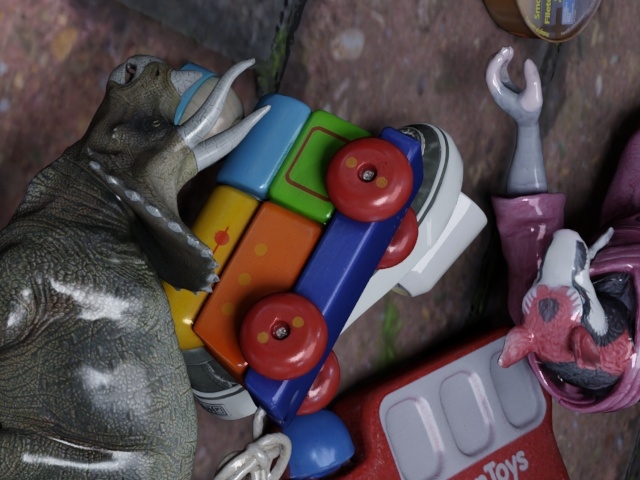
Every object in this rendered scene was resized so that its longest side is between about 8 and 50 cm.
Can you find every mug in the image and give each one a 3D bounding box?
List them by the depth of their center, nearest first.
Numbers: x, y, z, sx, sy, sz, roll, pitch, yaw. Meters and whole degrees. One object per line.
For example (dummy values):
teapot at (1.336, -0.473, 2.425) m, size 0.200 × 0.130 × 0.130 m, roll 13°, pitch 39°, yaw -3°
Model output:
mug at (0.061, 0.002, 1.100) m, size 0.078 × 0.062 × 0.064 m, roll 41°, pitch 76°, yaw -36°

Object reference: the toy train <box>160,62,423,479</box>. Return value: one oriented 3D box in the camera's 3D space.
toy train at (-0.060, 0.038, 0.912) m, size 0.248 × 0.143 × 0.105 m, roll -61°, pitch 167°, yaw -12°

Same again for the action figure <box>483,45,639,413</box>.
action figure at (0.202, 0.027, 1.193) m, size 0.370 × 0.248 × 0.276 m, roll -27°, pitch 146°, yaw -49°

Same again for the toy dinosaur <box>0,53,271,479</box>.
toy dinosaur at (-0.117, 0.072, 0.826) m, size 0.121 × 0.160 × 0.313 m, roll -47°, pitch 141°, yaw -78°

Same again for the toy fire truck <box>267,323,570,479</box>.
toy fire truck at (0.061, 0.203, 1.096) m, size 0.302 × 0.169 × 0.254 m, roll -20°, pitch 90°, yaw -45°

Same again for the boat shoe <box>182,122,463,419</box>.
boat shoe at (0.000, 0.000, 1.014) m, size 0.219 × 0.078 × 0.070 m, roll -49°, pitch 132°, yaw -26°

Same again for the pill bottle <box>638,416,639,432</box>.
pill bottle at (0.259, 0.195, 1.087) m, size 0.119 × 0.119 × 0.208 m, roll 11°, pitch 63°, yaw -49°

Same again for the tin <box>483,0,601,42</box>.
tin at (0.142, -0.220, 1.155) m, size 0.106 × 0.040 × 0.190 m, roll -11°, pitch 107°, yaw -51°
